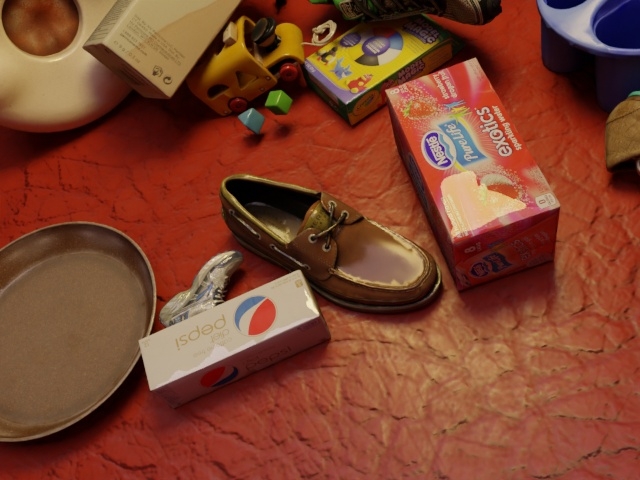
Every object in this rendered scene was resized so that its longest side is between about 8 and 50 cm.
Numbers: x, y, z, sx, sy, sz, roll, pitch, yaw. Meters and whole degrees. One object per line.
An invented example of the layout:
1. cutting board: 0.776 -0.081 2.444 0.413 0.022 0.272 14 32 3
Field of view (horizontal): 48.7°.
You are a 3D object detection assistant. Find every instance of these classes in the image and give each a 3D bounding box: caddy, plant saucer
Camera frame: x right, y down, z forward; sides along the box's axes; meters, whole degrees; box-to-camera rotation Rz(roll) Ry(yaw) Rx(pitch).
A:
1. caddy: 0.446 -0.330 0.933 0.341 0.179 0.241 -34 58 -8
2. plant saucer: -0.355 0.117 0.935 0.311 0.050 0.310 -7 56 11

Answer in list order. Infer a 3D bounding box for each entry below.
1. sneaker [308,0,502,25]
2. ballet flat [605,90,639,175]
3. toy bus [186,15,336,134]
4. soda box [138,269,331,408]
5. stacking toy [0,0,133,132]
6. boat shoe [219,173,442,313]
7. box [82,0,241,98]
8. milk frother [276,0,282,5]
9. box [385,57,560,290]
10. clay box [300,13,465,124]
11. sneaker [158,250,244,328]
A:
1. sneaker: 0.107 -0.359 1.019 0.344 0.134 0.146 28 72 40
2. ballet flat: 0.492 -0.072 0.810 0.343 0.116 0.124 22 87 26
3. toy bus: -0.109 -0.279 1.059 0.191 0.104 0.202 25 84 45
4. soda box: -0.102 0.119 0.856 0.216 0.069 0.073 -24 56 -2
5. stacking toy: -0.519 -0.405 1.207 0.351 0.350 0.480 -40 39 -12
6. boat shoe: 0.000 0.000 0.883 0.307 0.104 0.110 18 64 23
7. box: -0.198 -0.369 1.044 0.311 0.121 0.148 -55 31 -7
8. milk frother: -0.006 -0.465 1.195 0.135 0.129 0.143 10 105 20
9. box: 0.182 -0.085 0.878 0.128 0.122 0.256 -19 56 3
10. clay box: 0.095 -0.280 1.065 0.222 0.053 0.127 -36 56 -9
11. sneaker: -0.141 0.073 0.913 0.058 0.052 0.135 40 82 21
